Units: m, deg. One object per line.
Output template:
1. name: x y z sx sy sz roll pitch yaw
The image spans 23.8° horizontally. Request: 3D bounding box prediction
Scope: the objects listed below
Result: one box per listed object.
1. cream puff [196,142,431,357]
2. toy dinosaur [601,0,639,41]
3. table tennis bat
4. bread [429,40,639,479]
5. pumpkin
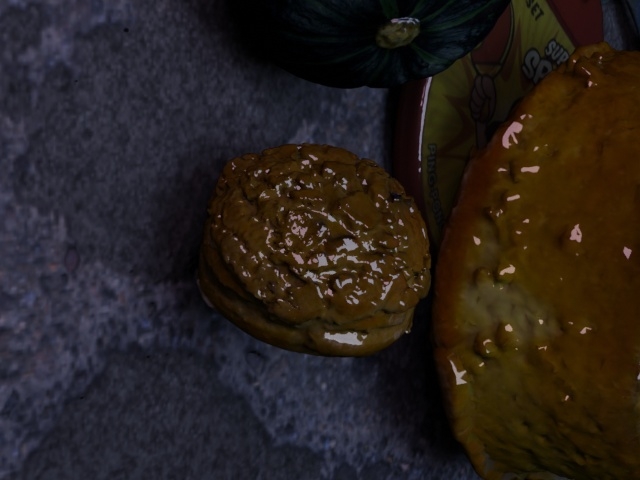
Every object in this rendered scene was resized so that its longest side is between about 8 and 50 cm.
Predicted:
1. cream puff: 0.000 0.000 0.963 0.115 0.150 0.165 -61 166 24
2. toy dinosaur: 0.345 -0.181 1.419 0.248 0.075 0.188 -23 103 -40
3. table tennis bat: 0.174 -0.151 1.230 0.268 0.051 0.414 46 63 -45
4. bread: 0.239 0.036 1.170 0.337 0.204 0.358 8 96 -47
5. pumpkin: 0.032 -0.174 0.951 0.194 0.150 0.194 -13 128 -17
